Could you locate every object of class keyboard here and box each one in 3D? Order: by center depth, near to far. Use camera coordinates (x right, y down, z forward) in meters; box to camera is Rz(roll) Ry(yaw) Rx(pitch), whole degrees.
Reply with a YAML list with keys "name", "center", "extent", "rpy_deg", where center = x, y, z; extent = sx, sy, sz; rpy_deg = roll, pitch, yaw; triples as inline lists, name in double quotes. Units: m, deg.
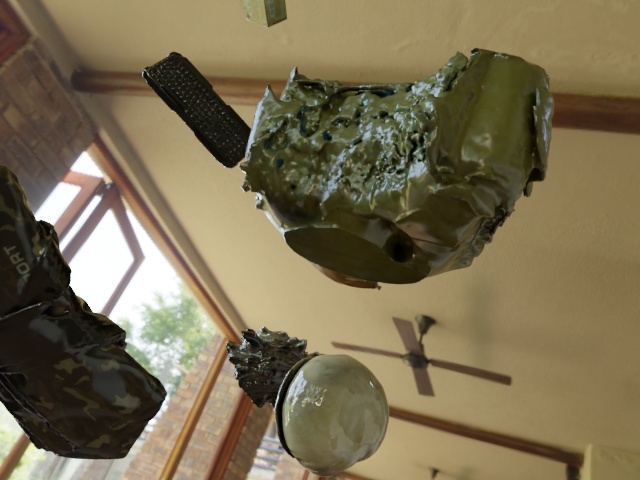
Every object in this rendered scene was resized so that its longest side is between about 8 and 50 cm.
- name: "keyboard"
  center: [-0.237, -0.265, 1.054]
  extent: [0.262, 0.106, 0.016]
  rpy_deg: [48, -28, -2]

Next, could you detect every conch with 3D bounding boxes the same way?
- name: "conch"
  center: [-0.121, 0.293, 1.301]
  extent: [0.240, 0.186, 0.313]
  rpy_deg: [25, 2, 27]

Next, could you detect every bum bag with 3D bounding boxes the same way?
- name: "bum bag"
  center: [-0.202, 0.054, 0.359]
  extent: [0.102, 0.069, 0.248]
  rpy_deg: [-23, -70, 21]

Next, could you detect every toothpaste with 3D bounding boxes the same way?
- name: "toothpaste"
  center: [-0.130, -0.616, 1.086]
  extent: [0.089, 0.071, 0.313]
  rpy_deg: [34, -34, 33]

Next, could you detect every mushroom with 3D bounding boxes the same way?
- name: "mushroom"
  center: [0.012, 0.217, 0.654]
  extent: [0.122, 0.154, 0.154]
  rpy_deg: [-14, -46, 44]

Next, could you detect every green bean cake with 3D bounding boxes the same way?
- name: "green bean cake"
  center: [0.060, -0.073, 0.569]
  extent: [0.309, 0.202, 0.285]
  rpy_deg: [13, -18, 10]

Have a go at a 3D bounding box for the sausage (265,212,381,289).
- name: "sausage"
  center: [0.005, 0.000, 1.049]
  extent: [0.328, 0.112, 0.112]
  rpy_deg: [45, -23, 26]
